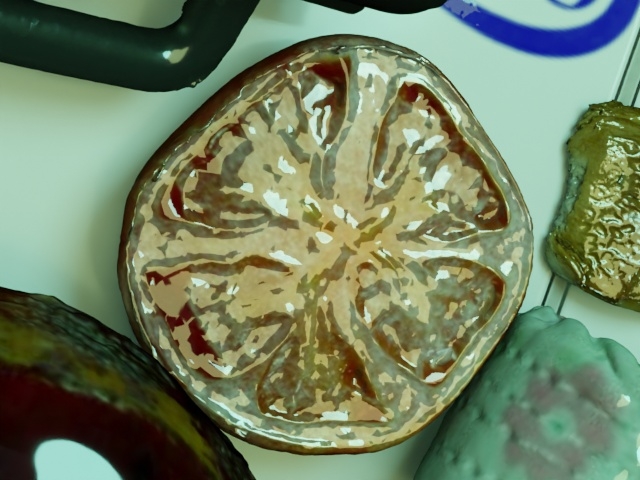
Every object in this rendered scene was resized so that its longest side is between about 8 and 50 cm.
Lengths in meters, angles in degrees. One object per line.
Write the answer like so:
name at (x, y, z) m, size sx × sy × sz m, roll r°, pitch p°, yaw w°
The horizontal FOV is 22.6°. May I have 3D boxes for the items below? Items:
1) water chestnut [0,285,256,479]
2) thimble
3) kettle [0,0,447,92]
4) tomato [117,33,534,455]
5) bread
water chestnut at (-0.174, 0.196, 0.779) m, size 0.350 × 0.302 × 0.350 m, roll -2°, pitch 96°, yaw -14°
thimble at (0.161, 0.135, 0.910) m, size 0.185 × 0.211 × 0.149 m, roll 30°, pitch 90°, yaw -3°
kettle at (-0.082, -0.218, 0.776) m, size 0.308 × 0.262 × 0.203 m, roll 4°, pitch 66°, yaw -33°
tomato at (0.000, 0.000, 0.914) m, size 0.237 × 0.095 × 0.236 m, roll -2°, pitch 98°, yaw -11°
bread at (0.206, -0.017, 0.992) m, size 0.126 × 0.044 × 0.129 m, roll 16°, pitch 95°, yaw -14°
